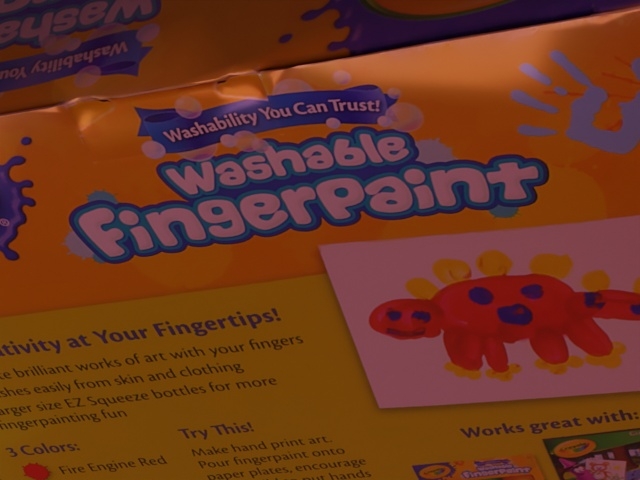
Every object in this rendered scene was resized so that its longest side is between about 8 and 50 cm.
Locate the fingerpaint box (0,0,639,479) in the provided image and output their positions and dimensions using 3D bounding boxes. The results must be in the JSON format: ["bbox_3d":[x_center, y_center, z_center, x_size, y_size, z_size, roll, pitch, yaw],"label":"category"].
[{"bbox_3d":[0.000,0.000,1.015,0.444,0.163,0.371,-9,135,20],"label":"fingerpaint box"}]
